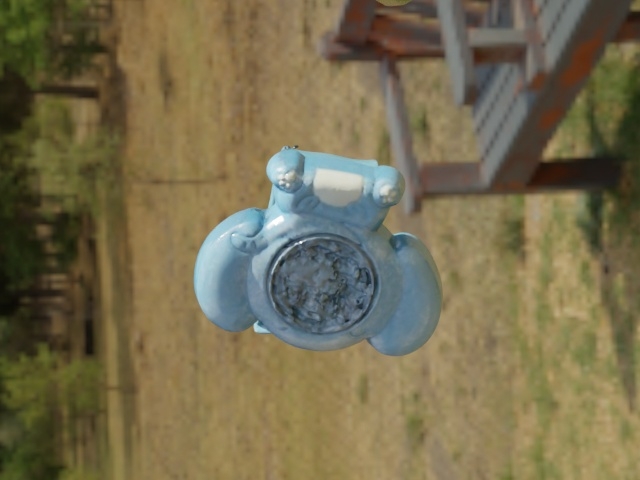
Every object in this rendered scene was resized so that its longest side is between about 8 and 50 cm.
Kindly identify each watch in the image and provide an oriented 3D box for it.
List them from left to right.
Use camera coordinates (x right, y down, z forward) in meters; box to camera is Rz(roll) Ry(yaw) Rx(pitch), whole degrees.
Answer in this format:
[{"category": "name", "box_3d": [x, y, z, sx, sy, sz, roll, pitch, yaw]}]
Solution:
[{"category": "watch", "box_3d": [0.000, 0.000, 1.261, 0.193, 0.211, 0.210, -100, 13, -72]}]

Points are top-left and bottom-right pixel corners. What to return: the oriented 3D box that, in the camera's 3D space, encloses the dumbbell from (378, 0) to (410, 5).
[{"category": "dumbbell", "box_3d": [0.016, -0.357, 1.336, 0.302, 0.108, 0.121, 55, 133, 9]}]
